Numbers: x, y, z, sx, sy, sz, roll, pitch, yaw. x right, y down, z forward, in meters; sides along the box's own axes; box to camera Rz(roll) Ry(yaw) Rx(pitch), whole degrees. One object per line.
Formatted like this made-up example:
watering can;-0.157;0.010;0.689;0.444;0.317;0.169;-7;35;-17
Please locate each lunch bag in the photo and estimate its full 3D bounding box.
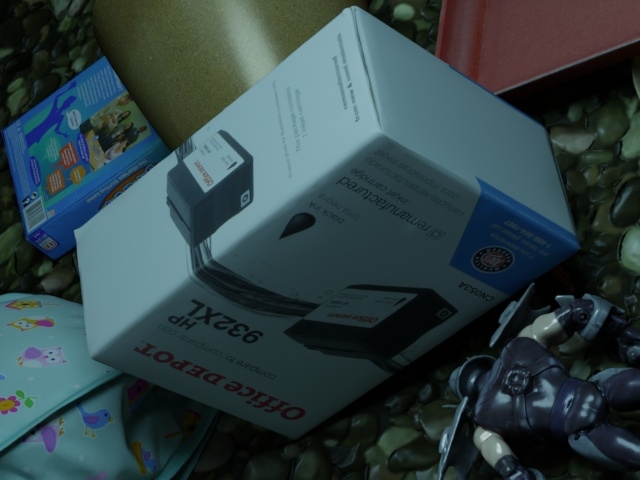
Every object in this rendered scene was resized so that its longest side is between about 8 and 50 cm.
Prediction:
lunch bag;-0.227;0.145;1.545;0.223;0.160;0.262;9;35;41

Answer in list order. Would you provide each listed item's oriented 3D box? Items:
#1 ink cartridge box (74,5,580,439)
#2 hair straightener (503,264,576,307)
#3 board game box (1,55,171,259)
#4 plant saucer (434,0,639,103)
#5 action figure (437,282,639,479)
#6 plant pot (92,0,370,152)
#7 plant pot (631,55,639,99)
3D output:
ink cartridge box;0.000;0.000;1.388;0.307;0.223;0.129;-37;46;30
hair straightener;0.109;-0.003;1.472;0.089;0.047;0.230;-43;45;5
board game box;-0.200;-0.101;1.769;0.210;0.047;0.160;-34;46;15
plant saucer;0.215;-0.226;1.511;0.259;0.048;0.258;-19;47;35
action figure;0.196;0.125;1.294;0.285;0.099;0.185;8;74;44
plant pot;-0.040;-0.118;1.562;0.237;0.237;0.254;-32;63;16
plant pot;0.351;-0.159;1.406;0.236;0.032;0.236;-20;51;26
